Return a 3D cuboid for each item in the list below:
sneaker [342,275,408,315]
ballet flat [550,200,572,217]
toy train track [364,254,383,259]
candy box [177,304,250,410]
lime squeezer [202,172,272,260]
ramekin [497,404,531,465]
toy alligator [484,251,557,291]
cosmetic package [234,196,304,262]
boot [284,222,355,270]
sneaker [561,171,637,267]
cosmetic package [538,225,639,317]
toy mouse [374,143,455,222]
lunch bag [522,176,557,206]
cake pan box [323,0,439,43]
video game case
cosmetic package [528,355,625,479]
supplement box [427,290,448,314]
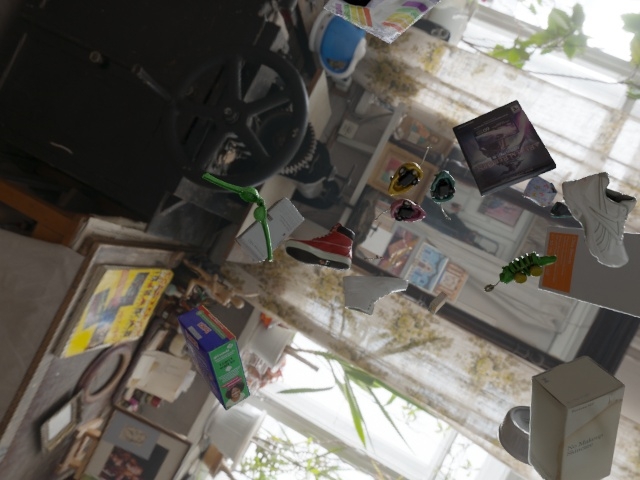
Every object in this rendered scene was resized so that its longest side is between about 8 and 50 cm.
[{"bbox_3d":[0.242,0.246,1.852,0.108,0.292,0.169,105,-14,-71],"label":"sneaker"},{"bbox_3d":[0.919,-0.113,1.532,0.074,0.203,0.074,-177,-90,-67],"label":"ballet flat"},{"bbox_3d":[0.189,0.059,1.500,0.048,0.083,0.014,-11,-97,56],"label":"toy train track"},{"bbox_3d":[-0.413,0.450,1.644,0.122,0.268,0.317,-28,128,-30],"label":"candy box"},{"bbox_3d":[-0.202,-0.091,1.235,0.058,0.310,0.110,-34,-175,37],"label":"lime squeezer"},{"bbox_3d":[0.767,0.702,1.547,0.207,0.207,0.109,-46,144,-63],"label":"ramekin"},{"bbox_3d":[0.469,0.072,1.026,0.189,0.051,0.056,-34,-157,36],"label":"toy alligator"},{"bbox_3d":[-0.180,-0.038,1.515,0.231,0.117,0.085,-48,-164,-27],"label":"cosmetic package"},{"bbox_3d":[0.000,0.000,1.525,0.088,0.244,0.176,111,-9,-55],"label":"boot"},{"bbox_3d":[0.618,-0.043,0.903,0.115,0.232,0.090,-26,-163,41],"label":"sneaker"},{"bbox_3d":[0.892,0.087,1.271,0.453,0.161,0.230,-160,-104,-76],"label":"cosmetic package"},{"bbox_3d":[0.168,-0.076,0.705,0.161,0.143,0.031,-46,-146,31],"label":"toy mouse"},{"bbox_3d":[0.664,-0.146,1.274,0.053,0.083,0.071,-42,151,-14],"label":"lunch bag"},{"bbox_3d":[0.169,-0.705,1.215,0.245,0.266,0.070,-12,-116,62],"label":"cake pan box"},{"bbox_3d":[0.507,-0.266,1.197,0.026,0.196,0.274,46,29,-47],"label":"video game case"},{"bbox_3d":[0.606,0.450,1.020,0.113,0.160,0.310,-124,-161,-62],"label":"cosmetic package"},{"bbox_3d":[0.547,0.291,1.974,0.098,0.036,0.062,-35,147,-32],"label":"supplement box"}]
